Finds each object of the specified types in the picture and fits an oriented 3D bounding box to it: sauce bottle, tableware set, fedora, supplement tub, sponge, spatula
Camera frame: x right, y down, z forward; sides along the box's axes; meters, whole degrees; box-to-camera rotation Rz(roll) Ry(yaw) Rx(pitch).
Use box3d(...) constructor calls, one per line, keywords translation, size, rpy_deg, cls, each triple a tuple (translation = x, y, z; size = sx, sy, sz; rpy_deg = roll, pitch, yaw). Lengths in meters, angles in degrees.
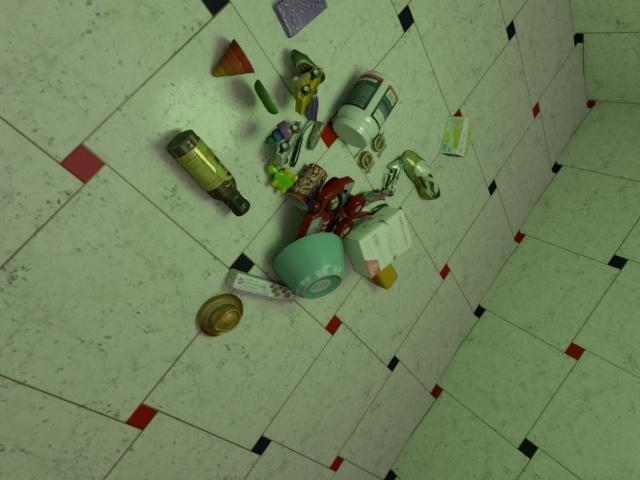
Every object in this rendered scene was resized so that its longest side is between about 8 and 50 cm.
box3d(translation=(-0.369, -0.219, 1.402), size=(0.111, 0.111, 0.344), rpy_deg=(-51, 132, -16), cls="sauce bottle")
box3d(translation=(0.249, -0.415, 1.908), size=(0.194, 0.039, 0.128), rpy_deg=(-55, 131, -12), cls="tableware set")
box3d(translation=(-0.376, 0.302, 1.592), size=(0.194, 0.079, 0.194), rpy_deg=(-14, 114, -36), cls="fedora")
box3d(translation=(0.190, -0.547, 1.709), size=(0.191, 0.191, 0.272), rpy_deg=(40, 78, -41), cls="supplement tub")
box3d(translation=(-0.069, -0.853, 1.491), size=(0.210, 0.031, 0.117), rpy_deg=(-49, 130, -18), cls="sponge")
box3d(translation=(-0.059, -0.433, 1.638), size=(0.084, 0.030, 0.296), rpy_deg=(-8, 122, -80), cls="spatula")

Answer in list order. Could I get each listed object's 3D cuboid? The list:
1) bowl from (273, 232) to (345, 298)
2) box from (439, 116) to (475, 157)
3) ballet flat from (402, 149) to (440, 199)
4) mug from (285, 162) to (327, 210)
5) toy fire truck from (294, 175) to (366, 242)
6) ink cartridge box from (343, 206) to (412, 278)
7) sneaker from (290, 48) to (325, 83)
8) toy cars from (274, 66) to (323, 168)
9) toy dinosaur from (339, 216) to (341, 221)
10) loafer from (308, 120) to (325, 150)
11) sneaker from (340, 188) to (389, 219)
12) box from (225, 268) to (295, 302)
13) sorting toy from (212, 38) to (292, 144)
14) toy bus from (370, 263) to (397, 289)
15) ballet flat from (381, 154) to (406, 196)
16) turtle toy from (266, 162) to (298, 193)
box3d(translation=(-0.020, 0.126, 1.679), size=(0.312, 0.163, 0.311), rpy_deg=(-20, 148, -13), cls="bowl")
box3d(translation=(0.751, -0.567, 2.236), size=(0.103, 0.114, 0.203), rpy_deg=(4, 101, -42), cls="box")
box3d(translation=(0.543, -0.337, 2.136), size=(0.123, 0.123, 0.348), rpy_deg=(-52, 130, -14), cls="ballet flat")
box3d(translation=(-0.054, -0.219, 1.690), size=(0.169, 0.113, 0.150), rpy_deg=(-58, 176, -15), cls="mug")
box3d(translation=(0.026, -0.113, 1.654), size=(0.254, 0.169, 0.302), rpy_deg=(-27, 151, -46), cls="toy fire truck")
box3d(translation=(0.262, 0.005, 1.841), size=(0.283, 0.117, 0.207), rpy_deg=(-35, 120, -25), cls="ink cartridge box")
box3d(translation=(-0.049, -0.665, 1.547), size=(0.064, 0.086, 0.192), rpy_deg=(-34, 167, 23), cls="sneaker")
box3d(translation=(-0.102, -0.468, 1.526), size=(0.176, 0.087, 0.393), rpy_deg=(-62, 175, -75), cls="toy cars")
box3d(translation=(0.000, 0.000, 1.824), size=(0.268, 0.064, 0.118), rpy_deg=(-41, 112, -22), cls="toy dinosaur")
box3d(translation=(-0.022, -0.432, 1.677), size=(0.125, 0.039, 0.045), rpy_deg=(-64, 166, 0), cls="loafer")
box3d(translation=(0.192, -0.168, 1.902), size=(0.299, 0.121, 0.112), rpy_deg=(-16, 83, -45), cls="sneaker")
box3d(translation=(-0.236, 0.191, 1.684), size=(0.324, 0.067, 0.063), rpy_deg=(24, 89, -44), cls="box")
box3d(translation=(-0.239, -0.482, 1.387), size=(0.126, 0.127, 0.365), rpy_deg=(-32, 103, 0), cls="sorting toy")
box3d(translation=(0.260, 0.097, 2.031), size=(0.108, 0.130, 0.332), rpy_deg=(-49, 130, -17), cls="toy bus")
box3d(translation=(0.358, -0.327, 2.017), size=(0.079, 0.077, 0.221), rpy_deg=(20, 92, -23), cls="ballet flat")
box3d(translation=(-0.156, -0.251, 1.598), size=(0.095, 0.066, 0.130), rpy_deg=(-43, 130, 9), cls="turtle toy")
